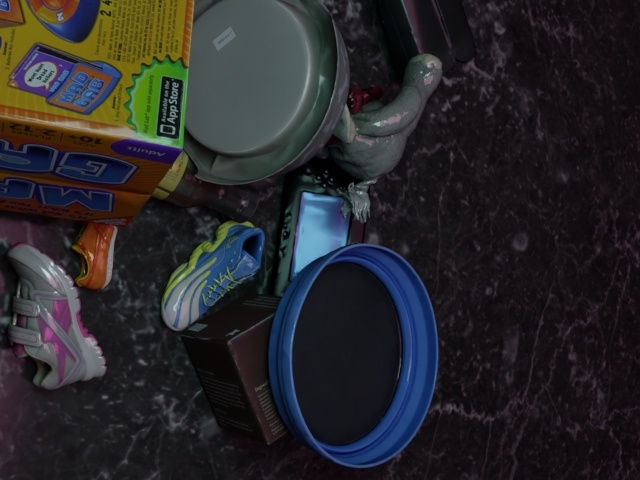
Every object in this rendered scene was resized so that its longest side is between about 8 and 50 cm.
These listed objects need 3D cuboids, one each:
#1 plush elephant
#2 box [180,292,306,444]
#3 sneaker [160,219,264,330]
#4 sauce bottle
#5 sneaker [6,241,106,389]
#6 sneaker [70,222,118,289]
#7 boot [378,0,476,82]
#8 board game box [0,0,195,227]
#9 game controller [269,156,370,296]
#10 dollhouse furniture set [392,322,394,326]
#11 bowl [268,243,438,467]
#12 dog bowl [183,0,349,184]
[{"bbox_3d":[0.023,-0.228,1.430,0.255,0.271,0.330,37,57,-38],"label":"plush elephant"},{"bbox_3d":[-0.111,0.223,1.435,0.167,0.168,0.203,-29,108,-34],"label":"box"},{"bbox_3d":[-0.182,0.056,1.406,0.091,0.126,0.240,44,65,-29],"label":"sneaker"},{"bbox_3d":[-0.263,-0.121,1.348,0.344,0.111,0.111,27,75,-33],"label":"sauce bottle"},{"bbox_3d":[-0.428,0.125,1.235,0.111,0.103,0.252,-31,108,-35],"label":"sneaker"},{"bbox_3d":[-0.368,-0.008,1.306,0.067,0.064,0.175,7,83,-27],"label":"sneaker"},{"bbox_3d":[0.254,-0.599,1.712,0.367,0.146,0.445,-28,104,-23],"label":"boot"},{"bbox_3d":[-0.376,-0.252,1.026,0.356,0.356,0.357,9,74,-22],"label":"board game box"},{"bbox_3d":[0.000,0.000,1.549,0.166,0.067,0.319,8,83,1],"label":"game controller"},{"bbox_3d":[0.069,0.153,1.605,0.123,0.144,0.151,22,92,-30],"label":"dollhouse furniture set"},{"bbox_3d":[0.064,0.201,1.427,0.391,0.077,0.391,4,84,-45],"label":"bowl"},{"bbox_3d":[-0.111,-0.255,1.265,0.102,0.348,0.349,7,86,-66],"label":"dog bowl"}]
